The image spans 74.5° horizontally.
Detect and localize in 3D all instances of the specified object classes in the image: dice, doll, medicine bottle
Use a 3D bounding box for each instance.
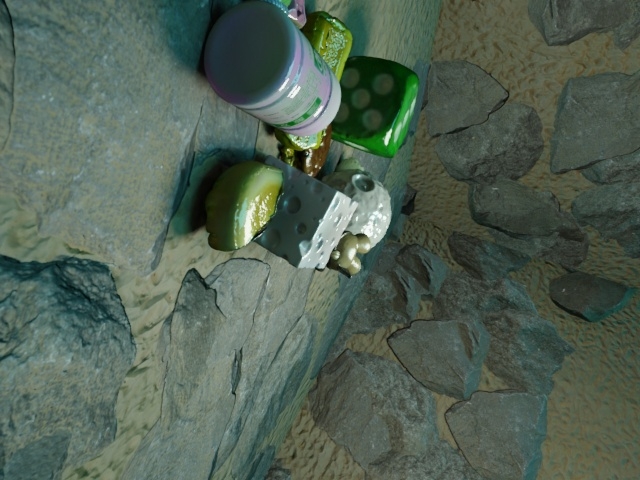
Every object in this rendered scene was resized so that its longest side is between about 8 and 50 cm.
[{"bbox_3d":[0.187,-0.487,1.559,0.297,0.287,0.300,-6,115,-70],"label":"dice"},{"bbox_3d":[0.000,0.000,1.455,0.174,0.329,0.235,-22,137,-62],"label":"doll"},{"bbox_3d":[-0.093,-0.371,0.969,0.325,0.212,0.212,-5,114,-72],"label":"medicine bottle"}]

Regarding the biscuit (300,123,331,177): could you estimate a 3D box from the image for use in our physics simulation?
[{"bbox_3d":[-0.009,-0.311,1.411,0.212,0.036,0.212,20,90,-75],"label":"biscuit"}]

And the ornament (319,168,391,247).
[{"bbox_3d":[0.116,-0.121,1.649,0.337,0.337,0.337,-56,158,-37],"label":"ornament"}]

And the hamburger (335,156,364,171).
[{"bbox_3d":[0.131,-0.291,1.859,0.140,0.133,0.062,68,9,20],"label":"hamburger"}]

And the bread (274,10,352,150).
[{"bbox_3d":[-0.030,-0.451,1.214,0.166,0.112,0.384,9,101,-46],"label":"bread"}]

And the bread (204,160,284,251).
[{"bbox_3d":[-0.203,-0.111,1.045,0.261,0.158,0.156,-53,146,-42],"label":"bread"}]

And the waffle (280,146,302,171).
[{"bbox_3d":[-0.064,-0.313,1.393,0.232,0.051,0.229,-52,158,-43],"label":"waffle"}]

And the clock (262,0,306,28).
[{"bbox_3d":[-0.077,-0.605,0.947,0.194,0.100,0.196,-18,124,-67],"label":"clock"}]

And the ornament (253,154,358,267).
[{"bbox_3d":[-0.067,-0.076,1.259,0.240,0.239,0.239,-62,162,6],"label":"ornament"}]
